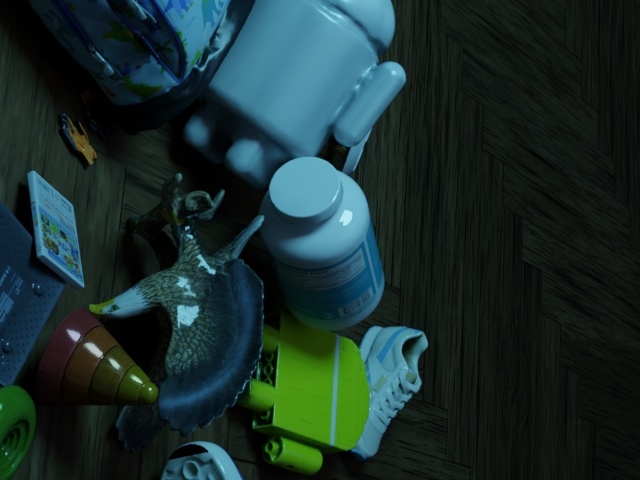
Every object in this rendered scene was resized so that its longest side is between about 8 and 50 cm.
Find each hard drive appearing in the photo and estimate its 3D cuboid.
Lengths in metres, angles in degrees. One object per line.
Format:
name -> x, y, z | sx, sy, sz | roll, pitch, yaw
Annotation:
hard drive -> -0.391, 0.025, 1.589 | 0.254, 0.054, 0.172 | 54, 43, -36

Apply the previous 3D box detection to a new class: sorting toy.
sorting toy -> -0.294, 0.221, 1.595 | 0.365, 0.126, 0.127 | -52, 158, -47

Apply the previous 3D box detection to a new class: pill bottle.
pill bottle -> 0.000, 0.000, 1.955 | 0.264, 0.146, 0.146 | 75, 26, -57

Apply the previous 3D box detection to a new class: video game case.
video game case -> -0.306, -0.012, 1.708 | 0.087, 0.011, 0.122 | 49, 22, -53

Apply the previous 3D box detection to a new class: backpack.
backpack -> -0.233, -0.348, 1.757 | 0.355, 0.273, 0.290 | 43, 55, -28

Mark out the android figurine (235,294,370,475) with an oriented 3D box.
android figurine -> -0.021, 0.204, 2.082 | 0.273, 0.056, 0.248 | 25, 60, -45

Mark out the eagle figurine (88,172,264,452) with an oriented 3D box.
eagle figurine -> -0.168, 0.094, 1.793 | 0.226, 0.225, 0.298 | 21, 54, -72

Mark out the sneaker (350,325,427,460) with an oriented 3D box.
sneaker -> 0.094, 0.225, 2.230 | 0.087, 0.092, 0.228 | 50, 47, -41

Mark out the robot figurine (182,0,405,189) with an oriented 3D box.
robot figurine -> -0.037, -0.244, 1.957 | 0.353, 0.300, 0.200 | -56, 165, -2

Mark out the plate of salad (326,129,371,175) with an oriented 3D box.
plate of salad -> 0.054, -0.176, 2.223 | 0.200, 0.048, 0.200 | 22, 90, -88

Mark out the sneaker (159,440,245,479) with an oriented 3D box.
sneaker -> -0.089, 0.395, 1.917 | 0.236, 0.130, 0.322 | -18, 94, -66

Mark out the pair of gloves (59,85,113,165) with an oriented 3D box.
pair of gloves -> -0.287, -0.140, 1.816 | 0.074, 0.010, 0.083 | 60, 37, -27
